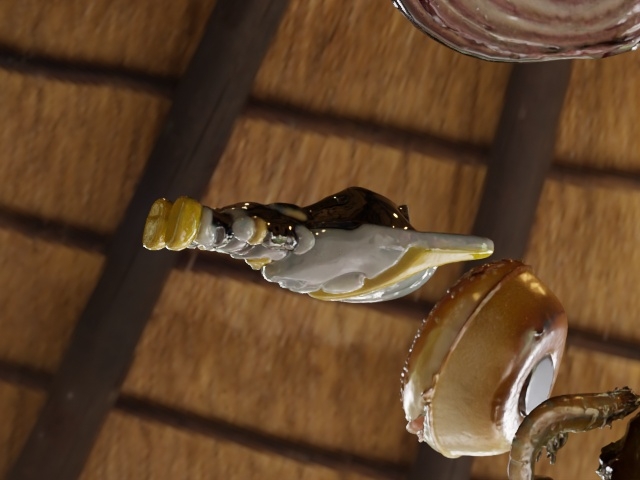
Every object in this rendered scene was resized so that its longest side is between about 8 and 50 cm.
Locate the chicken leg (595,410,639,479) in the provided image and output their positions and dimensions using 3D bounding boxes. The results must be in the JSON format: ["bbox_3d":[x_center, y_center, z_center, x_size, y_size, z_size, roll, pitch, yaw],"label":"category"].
[{"bbox_3d":[0.373,0.337,1.524,0.211,0.361,0.140,-32,-35,31],"label":"chicken leg"}]

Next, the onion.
[{"bbox_3d":[0.146,-0.244,1.087,0.207,0.206,0.216,-10,-63,20],"label":"onion"}]

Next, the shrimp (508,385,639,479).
[{"bbox_3d":[0.262,0.209,1.557,0.034,0.178,0.124,35,-58,44],"label":"shrimp"}]

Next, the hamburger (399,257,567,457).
[{"bbox_3d":[0.175,0.126,1.631,0.147,0.237,0.237,23,-35,25],"label":"hamburger"}]

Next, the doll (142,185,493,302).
[{"bbox_3d":[0.002,0.001,1.364,0.316,0.103,0.145,8,-28,-29],"label":"doll"}]
